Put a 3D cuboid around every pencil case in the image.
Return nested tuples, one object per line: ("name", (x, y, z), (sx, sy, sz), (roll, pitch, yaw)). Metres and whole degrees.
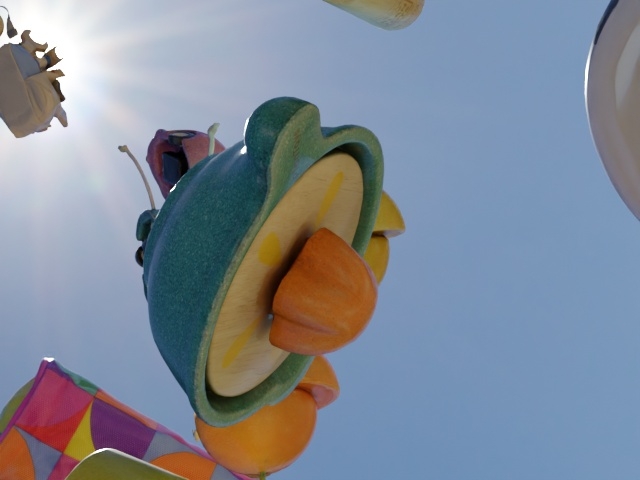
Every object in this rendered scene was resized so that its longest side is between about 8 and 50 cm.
("pencil case", (-0.090, 0.165, 0.953), (0.104, 0.236, 0.104), (-56, 6, 9))

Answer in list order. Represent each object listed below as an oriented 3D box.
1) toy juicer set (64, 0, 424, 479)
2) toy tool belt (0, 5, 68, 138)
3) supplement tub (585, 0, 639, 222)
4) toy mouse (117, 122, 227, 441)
("toy juicer set", (0.000, 0.000, 0.676), (0.209, 0.089, 0.329), (-30, -38, -56))
("toy tool belt", (-0.187, -0.107, 1.008), (0.083, 0.052, 0.051), (66, -158, -1))
("supplement tub", (0.319, -0.119, 0.994), (0.338, 0.207, 0.207), (-28, -61, -52))
("toy mouse", (-0.065, -0.008, 0.795), (0.031, 0.143, 0.161), (-8, -52, -23))
